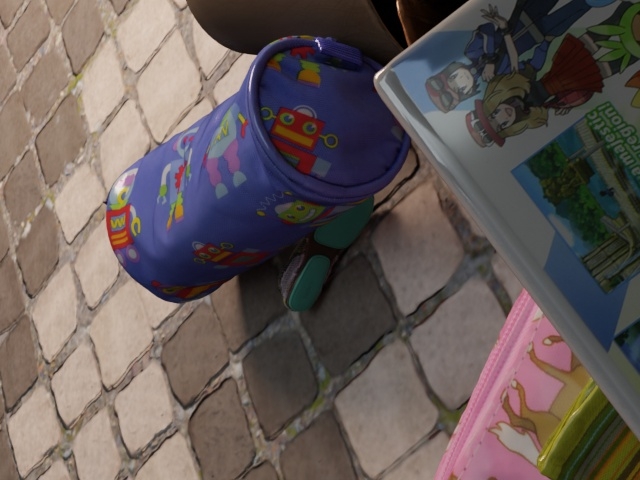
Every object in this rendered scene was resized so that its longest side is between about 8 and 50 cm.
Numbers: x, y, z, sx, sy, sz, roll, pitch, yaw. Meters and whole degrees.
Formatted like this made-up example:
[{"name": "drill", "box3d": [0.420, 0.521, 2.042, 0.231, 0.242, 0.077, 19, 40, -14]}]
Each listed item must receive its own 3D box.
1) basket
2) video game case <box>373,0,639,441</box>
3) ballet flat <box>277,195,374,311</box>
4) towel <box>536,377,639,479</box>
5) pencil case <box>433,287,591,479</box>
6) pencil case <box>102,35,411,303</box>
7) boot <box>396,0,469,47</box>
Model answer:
[{"name": "basket", "box3d": [0.009, -0.209, 0.886, 0.227, 0.154, 0.204, 1, 108, 53]}, {"name": "video game case", "box3d": [0.235, -0.028, 0.498, 0.300, 0.036, 0.329, -37, 81, 7]}, {"name": "ballet flat", "box3d": [0.000, 0.000, 0.927, 0.114, 0.041, 0.041, -58, 45, 19]}, {"name": "towel", "box3d": [0.223, 0.123, 0.546, 0.237, 0.021, 0.102, 30, 105, 0]}, {"name": "pencil case", "box3d": [0.153, 0.100, 0.641, 0.167, 0.160, 0.386, 32, 107, 32]}, {"name": "pencil case", "box3d": [-0.057, -0.048, 0.893, 0.306, 0.119, 0.133, -29, 54, 57]}, {"name": "boot", "box3d": [0.121, -0.186, 0.703, 0.109, 0.220, 0.283, -16, 69, 45]}]
